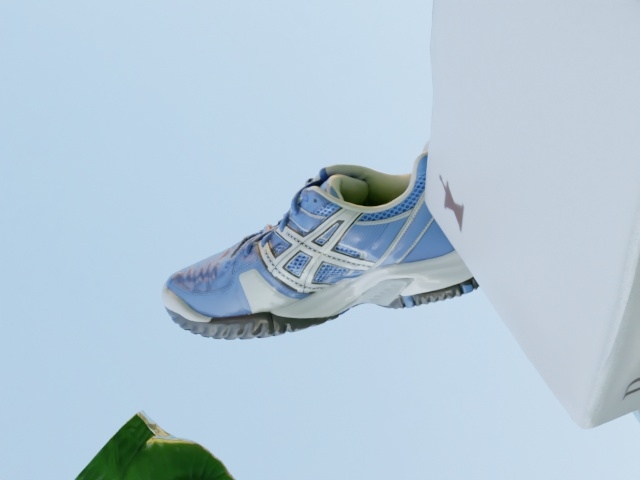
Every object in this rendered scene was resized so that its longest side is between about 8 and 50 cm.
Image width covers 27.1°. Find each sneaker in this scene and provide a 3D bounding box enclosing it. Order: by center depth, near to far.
[{"bbox_3d":[0.000,0.000,0.764,0.080,0.211,0.081,-63,-46,-62],"label":"sneaker"}]

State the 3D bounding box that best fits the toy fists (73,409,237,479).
[{"bbox_3d":[-0.169,0.271,1.004,0.142,0.279,0.096,40,179,3],"label":"toy fists"}]

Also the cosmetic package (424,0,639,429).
[{"bbox_3d":[0.284,-0.110,0.593,0.453,0.230,0.161,-19,-128,-15],"label":"cosmetic package"}]

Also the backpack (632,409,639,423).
[{"bbox_3d":[0.399,0.153,1.158,0.191,0.253,0.225,-41,-81,-10],"label":"backpack"}]
